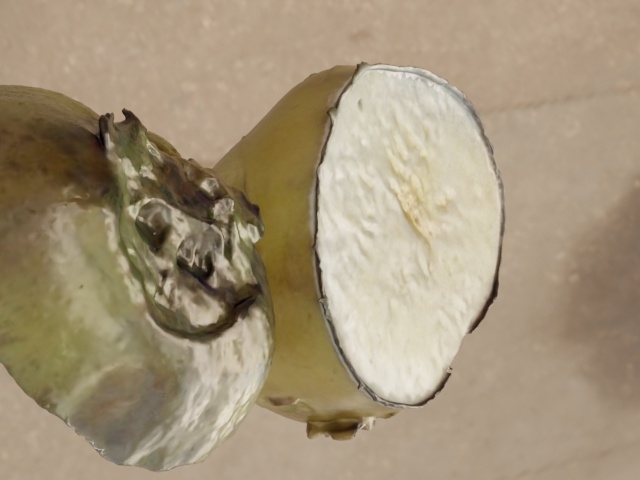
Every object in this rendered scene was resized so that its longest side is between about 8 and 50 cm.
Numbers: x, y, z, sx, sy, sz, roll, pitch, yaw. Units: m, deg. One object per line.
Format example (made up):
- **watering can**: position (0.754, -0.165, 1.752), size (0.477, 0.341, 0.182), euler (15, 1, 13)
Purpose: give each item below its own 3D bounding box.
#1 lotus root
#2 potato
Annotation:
- **lotus root**: position (-0.085, 0.001, 0.752), size (0.078, 0.204, 0.183), euler (-33, -177, 24)
- **potato**: position (0.000, 0.000, 1.286), size (0.196, 0.300, 0.246), euler (-9, 122, 36)
